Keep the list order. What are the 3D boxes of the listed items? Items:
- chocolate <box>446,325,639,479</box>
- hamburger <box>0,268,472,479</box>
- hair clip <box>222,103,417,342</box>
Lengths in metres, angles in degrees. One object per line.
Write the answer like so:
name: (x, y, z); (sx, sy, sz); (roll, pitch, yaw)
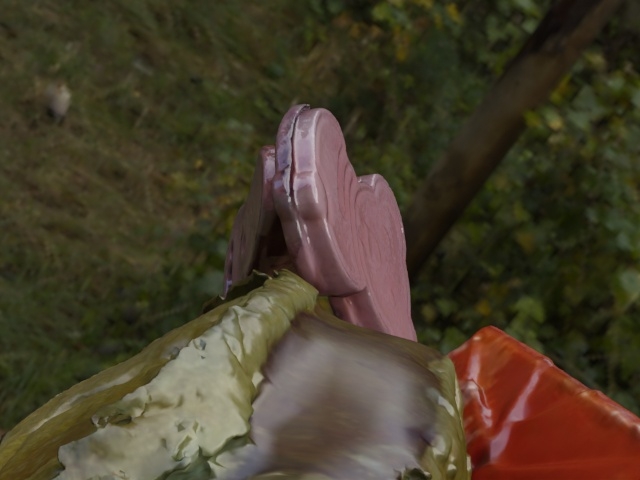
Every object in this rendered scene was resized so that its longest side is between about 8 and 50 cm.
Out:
chocolate: (0.058, 0.172, 0.594); (0.108, 0.237, 0.235); (48, -4, -15)
hamburger: (-0.043, 0.102, 0.514); (0.132, 0.211, 0.309); (59, 14, -3)
hair clip: (0.011, 0.000, 0.645); (0.102, 0.138, 0.123); (3, 56, -12)
